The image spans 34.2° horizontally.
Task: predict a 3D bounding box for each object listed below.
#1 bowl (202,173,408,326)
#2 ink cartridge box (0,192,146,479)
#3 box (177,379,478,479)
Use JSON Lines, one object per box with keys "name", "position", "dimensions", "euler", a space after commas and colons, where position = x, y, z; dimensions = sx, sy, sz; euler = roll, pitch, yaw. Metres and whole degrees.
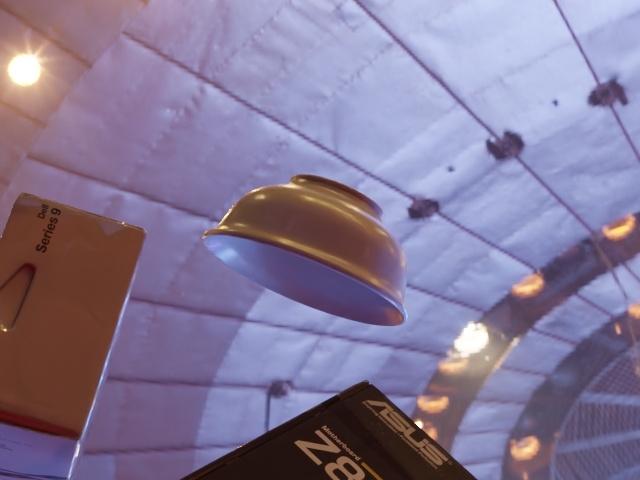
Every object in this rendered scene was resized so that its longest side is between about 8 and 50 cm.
{"name": "bowl", "position": [0.000, 0.000, 1.425], "dimensions": [0.298, 0.134, 0.298], "euler": [21, -15, 6]}
{"name": "ink cartridge box", "position": [-0.262, 0.123, 0.971], "dimensions": [0.122, 0.211, 0.289], "euler": [17, -31, -9]}
{"name": "box", "position": [0.081, 0.323, 0.915], "dimensions": [0.395, 0.318, 0.097], "euler": [42, -62, 21]}
